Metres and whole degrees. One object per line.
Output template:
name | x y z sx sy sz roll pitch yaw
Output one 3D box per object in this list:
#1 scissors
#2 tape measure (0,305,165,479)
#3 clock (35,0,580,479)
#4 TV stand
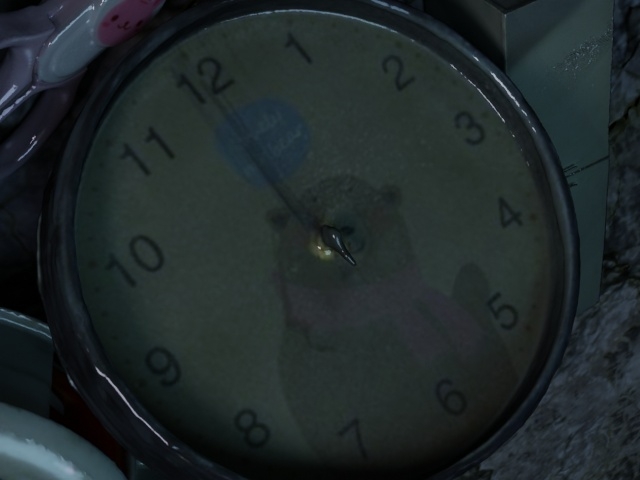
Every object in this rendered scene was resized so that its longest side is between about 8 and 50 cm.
scissors | -0.101 -0.118 0.507 0.242 0.030 0.118 -44 170 -6
tape measure | -0.203 0.143 0.569 0.243 0.125 0.246 -22 122 2
clock | 0.000 0.000 0.535 0.280 0.280 0.055 -19 173 -20
TV stand | 0.130 -0.060 0.683 0.083 0.088 0.269 -25 135 -15
